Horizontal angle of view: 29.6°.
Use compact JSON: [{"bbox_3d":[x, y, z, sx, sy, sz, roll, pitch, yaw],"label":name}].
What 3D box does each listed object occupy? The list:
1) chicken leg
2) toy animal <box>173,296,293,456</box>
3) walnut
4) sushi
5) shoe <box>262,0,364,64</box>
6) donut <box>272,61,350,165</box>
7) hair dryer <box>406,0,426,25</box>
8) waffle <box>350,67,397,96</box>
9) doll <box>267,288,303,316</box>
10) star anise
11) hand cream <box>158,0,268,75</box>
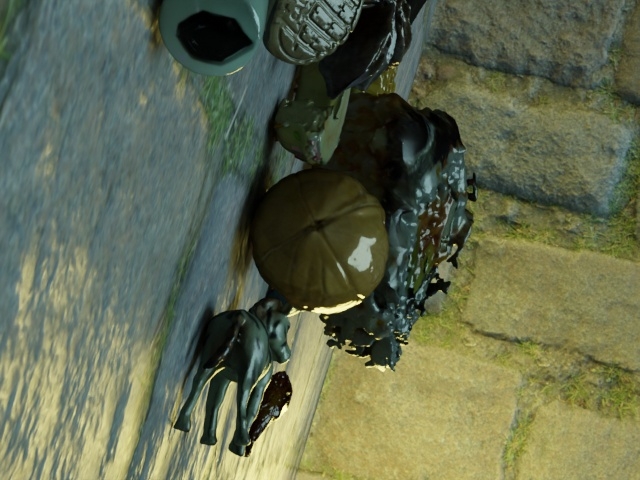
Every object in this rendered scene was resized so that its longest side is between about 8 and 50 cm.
[{"bbox_3d":[-0.080,0.261,1.879,0.219,0.048,0.089,-54,157,-73],"label":"chicken leg"},{"bbox_3d":[-0.091,0.151,1.334,0.255,0.089,0.170,-27,129,-85],"label":"toy animal"},{"bbox_3d":[0.000,0.000,1.369,0.197,0.165,0.165,94,13,-74],"label":"walnut"},{"bbox_3d":[0.097,-0.011,1.808,0.417,0.175,0.418,12,90,-69],"label":"sushi"},{"bbox_3d":[-0.002,-0.242,1.073,0.180,0.092,0.089,-50,137,-9],"label":"shoe"},{"bbox_3d":[-0.007,-0.151,1.360,0.108,0.065,0.166,91,14,-57],"label":"donut"},{"bbox_3d":[0.137,-0.456,1.940,0.304,0.120,0.359,-61,169,21],"label":"hair dryer"},{"bbox_3d":[0.071,-0.202,1.986,0.329,0.062,0.329,15,90,-85],"label":"waffle"},{"bbox_3d":[-0.043,0.084,1.693,0.050,0.076,0.083,64,13,1],"label":"doll"},{"bbox_3d":[0.039,-0.246,1.245,0.236,0.093,0.229,58,44,-58],"label":"star anise"},{"bbox_3d":[-0.047,-0.219,0.887,0.321,0.067,0.109,-74,175,-53],"label":"hand cream"}]
